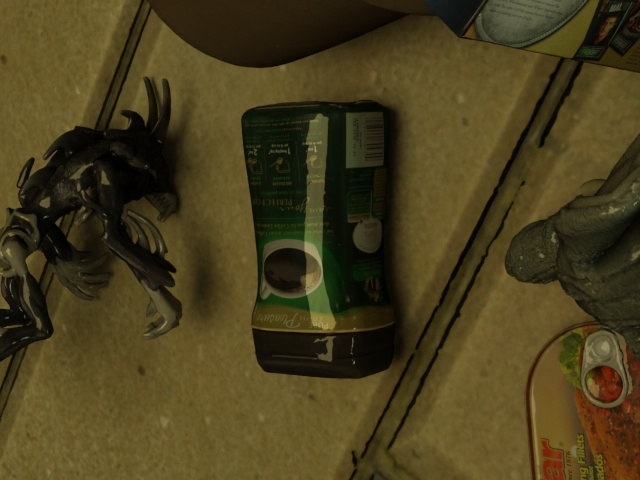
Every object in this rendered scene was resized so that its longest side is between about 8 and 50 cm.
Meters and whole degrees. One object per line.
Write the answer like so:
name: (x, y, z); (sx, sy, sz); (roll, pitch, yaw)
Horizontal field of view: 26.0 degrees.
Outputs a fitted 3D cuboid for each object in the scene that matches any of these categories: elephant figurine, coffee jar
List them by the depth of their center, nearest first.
elephant figurine: (0.194, -0.001, 0.722); (0.239, 0.186, 0.169); (-36, 64, 22)
coffee jar: (0.000, 0.000, 0.927); (0.096, 0.079, 0.184); (1, 95, 33)

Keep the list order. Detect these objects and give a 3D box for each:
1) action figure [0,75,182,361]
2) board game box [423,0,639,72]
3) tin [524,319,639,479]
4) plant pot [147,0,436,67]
action figure: (-0.183, 0.011, 1.026); (0.275, 0.141, 0.164); (-48, 30, -10)
board game box: (0.174, -0.161, 0.680); (0.042, 0.243, 0.165); (51, 121, 30)
tin: (0.180, 0.141, 0.840); (0.106, 0.040, 0.189); (-2, 94, 32)
plant pot: (-0.006, -0.221, 0.826); (0.229, 0.263, 0.263); (-34, 75, 52)
